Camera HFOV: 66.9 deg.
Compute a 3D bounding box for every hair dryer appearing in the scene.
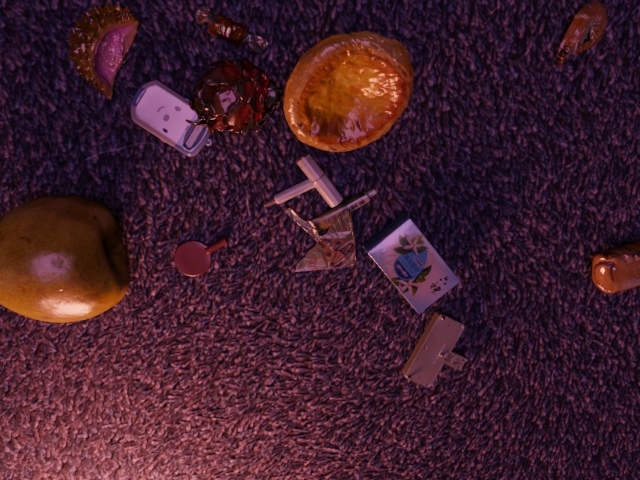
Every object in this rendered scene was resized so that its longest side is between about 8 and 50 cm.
[{"bbox_3d":[-0.058,-0.114,1.256,0.183,0.044,0.154,-37,102,9],"label":"hair dryer"}]

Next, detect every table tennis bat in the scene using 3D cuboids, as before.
[{"bbox_3d":[-0.312,0.035,1.273,0.155,0.019,0.098,-29,103,4],"label":"table tennis bat"}]

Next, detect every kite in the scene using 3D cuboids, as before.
[{"bbox_3d":[0.000,-0.001,1.281,0.250,0.012,0.229,39,104,-19],"label":"kite"}]

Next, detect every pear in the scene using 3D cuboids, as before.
[{"bbox_3d":[-0.606,0.048,1.109,0.304,0.304,0.303,-1,103,-5],"label":"pear"}]

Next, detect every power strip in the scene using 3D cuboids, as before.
[{"bbox_3d":[0.346,0.321,1.376,0.145,0.061,0.215,25,100,-9],"label":"power strip"}]

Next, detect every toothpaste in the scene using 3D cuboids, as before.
[{"bbox_3d":[0.057,-0.079,1.274,0.204,0.031,0.049,-30,108,5],"label":"toothpaste"}]

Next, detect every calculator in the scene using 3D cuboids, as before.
[{"bbox_3d":[-0.356,-0.295,1.183,0.210,0.039,0.121,34,99,-12],"label":"calculator"}]

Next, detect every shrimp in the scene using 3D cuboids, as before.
[{"bbox_3d":[0.661,-0.517,1.232,0.099,0.041,0.180,30,97,-26],"label":"shrimp"}]

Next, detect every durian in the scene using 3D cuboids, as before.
[{"bbox_3d":[-0.504,-0.446,1.113,0.132,0.165,0.182,12,133,-47],"label":"durian"}]

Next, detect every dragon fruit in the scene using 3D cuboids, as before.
[{"bbox_3d":[-0.202,-0.331,1.123,0.189,0.182,0.182,-16,109,-47],"label":"dragon fruit"}]

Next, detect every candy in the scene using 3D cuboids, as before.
[{"bbox_3d":[-0.211,-0.496,1.147,0.182,0.046,0.053,23,98,-8],"label":"candy"}]

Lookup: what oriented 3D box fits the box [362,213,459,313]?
[{"bbox_3d":[0.241,0.062,1.297,0.143,0.083,0.232,-40,102,3],"label":"box"}]

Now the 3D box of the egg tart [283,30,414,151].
[{"bbox_3d":[0.062,-0.357,1.139,0.319,0.128,0.318,-8,137,-8],"label":"egg tart"}]

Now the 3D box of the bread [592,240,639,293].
[{"bbox_3d":[0.875,0.065,1.357,0.225,0.081,0.134,-14,109,-4],"label":"bread"}]
